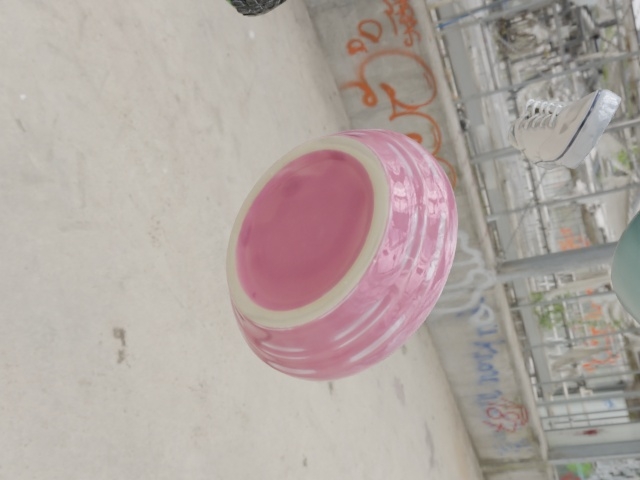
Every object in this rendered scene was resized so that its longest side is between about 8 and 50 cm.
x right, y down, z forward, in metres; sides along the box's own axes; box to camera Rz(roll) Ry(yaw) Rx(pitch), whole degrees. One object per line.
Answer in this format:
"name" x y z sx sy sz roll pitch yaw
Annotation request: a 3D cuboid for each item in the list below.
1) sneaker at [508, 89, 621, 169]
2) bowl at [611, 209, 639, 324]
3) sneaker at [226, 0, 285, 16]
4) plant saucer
"sneaker" 0.309 -0.149 0.817 0.094 0.091 0.258 -61 176 -2
"bowl" 0.447 0.057 0.541 0.163 0.312 0.311 -90 158 -44
"sneaker" -0.109 -0.426 0.679 0.146 0.134 0.343 42 -27 53
"plant saucer" 0.000 0.000 0.746 0.084 0.332 0.331 31 47 -44
